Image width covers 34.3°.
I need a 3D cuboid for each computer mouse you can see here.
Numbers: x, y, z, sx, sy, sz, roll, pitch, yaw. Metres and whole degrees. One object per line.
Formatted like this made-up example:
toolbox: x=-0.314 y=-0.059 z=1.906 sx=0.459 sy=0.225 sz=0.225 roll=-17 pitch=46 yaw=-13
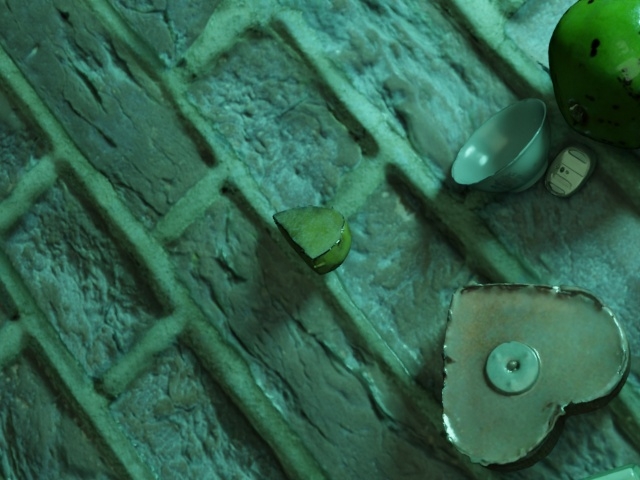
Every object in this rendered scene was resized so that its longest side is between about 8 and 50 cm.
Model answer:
computer mouse: x=0.406 y=-0.113 z=1.681 sx=0.066 sy=0.039 sz=0.096 roll=38 pitch=103 yaw=21

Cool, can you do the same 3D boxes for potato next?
potato: x=0.000 y=0.000 z=1.800 sx=0.101 sy=0.089 sz=0.172 roll=-38 pitch=38 yaw=-10

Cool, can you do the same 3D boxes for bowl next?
bowl: x=0.311 y=-0.133 z=1.676 sx=0.189 sy=0.189 sz=0.086 roll=-43 pitch=110 yaw=9

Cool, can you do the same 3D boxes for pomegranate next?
pomegranate: x=0.477 y=-0.274 z=1.581 sx=0.254 sy=0.254 sz=0.270 roll=40 pitch=85 yaw=20

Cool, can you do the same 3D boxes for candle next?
candle: x=0.307 y=0.195 z=1.628 sx=0.317 sy=0.131 sz=0.287 roll=-43 pitch=64 yaw=-1

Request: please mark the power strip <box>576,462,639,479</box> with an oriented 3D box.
power strip: x=0.392 y=0.433 z=1.550 sx=0.224 sy=0.140 sz=0.139 roll=-22 pitch=77 yaw=15
